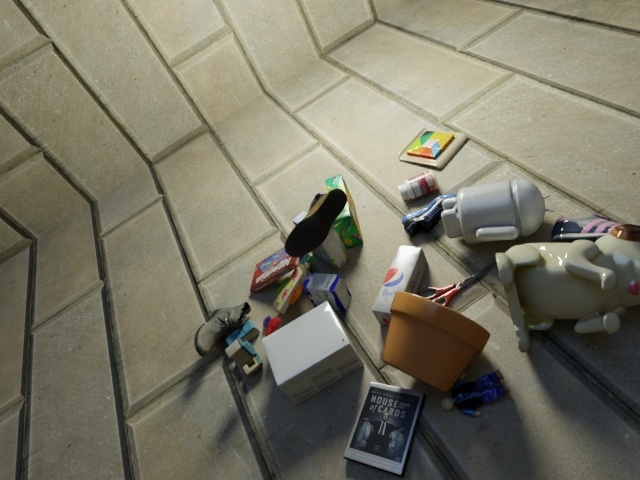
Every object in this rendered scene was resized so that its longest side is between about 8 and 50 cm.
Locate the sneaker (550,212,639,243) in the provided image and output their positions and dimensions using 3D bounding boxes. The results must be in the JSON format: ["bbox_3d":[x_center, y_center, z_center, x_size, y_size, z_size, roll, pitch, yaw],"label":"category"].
[{"bbox_3d":[0.887,-0.036,1.509,0.319,0.112,0.131,1,53,29],"label":"sneaker"}]

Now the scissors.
[{"bbox_3d":[0.465,0.162,1.631,0.297,0.021,0.109,-21,40,9],"label":"scissors"}]

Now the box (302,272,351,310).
[{"bbox_3d":[0.024,0.186,1.777,0.137,0.126,0.072,1,49,31],"label":"box"}]

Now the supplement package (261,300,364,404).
[{"bbox_3d":[-0.029,0.367,1.615,0.262,0.145,0.204,-30,41,-1],"label":"supplement package"}]

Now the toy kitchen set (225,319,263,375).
[{"bbox_3d":[-0.279,0.355,1.754,0.122,0.166,0.207,-39,42,-9],"label":"toy kitchen set"}]

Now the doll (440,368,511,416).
[{"bbox_3d":[0.425,0.425,1.370,0.189,0.046,0.129,-29,50,11],"label":"doll"}]

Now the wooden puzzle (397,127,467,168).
[{"bbox_3d":[0.491,-0.420,2.167,0.239,0.044,0.221,25,64,43],"label":"wooden puzzle"}]

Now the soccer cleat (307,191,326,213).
[{"bbox_3d":[-0.036,-0.071,2.101,0.093,0.121,0.289,28,84,18],"label":"soccer cleat"}]

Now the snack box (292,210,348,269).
[{"bbox_3d":[0.000,0.000,1.913,0.070,0.207,0.174,-44,44,-14],"label":"snack box"}]

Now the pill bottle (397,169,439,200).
[{"bbox_3d":[0.396,-0.221,1.994,0.152,0.086,0.086,-22,42,9],"label":"pill bottle"}]

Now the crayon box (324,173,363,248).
[{"bbox_3d":[0.094,-0.121,2.011,0.081,0.165,0.278,-20,42,11],"label":"crayon box"}]

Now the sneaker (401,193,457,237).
[{"bbox_3d":[0.427,-0.089,1.858,0.232,0.081,0.090,-30,43,11],"label":"sneaker"}]

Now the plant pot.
[{"bbox_3d":[0.309,0.299,1.407,0.291,0.291,0.203,18,76,41],"label":"plant pot"}]

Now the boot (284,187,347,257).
[{"bbox_3d":[-0.025,-0.058,1.779,0.305,0.112,0.115,-50,16,-15],"label":"boot"}]

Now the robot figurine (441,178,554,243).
[{"bbox_3d":[0.598,-0.098,1.669,0.353,0.199,0.300,-9,39,22],"label":"robot figurine"}]

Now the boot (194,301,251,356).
[{"bbox_3d":[-0.367,0.324,1.857,0.161,0.083,0.246,-18,27,26],"label":"boot"}]

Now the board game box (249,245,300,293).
[{"bbox_3d":[-0.178,0.101,1.972,0.281,0.027,0.145,-32,36,36],"label":"board game box"}]

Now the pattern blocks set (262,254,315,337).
[{"bbox_3d":[-0.117,0.192,1.825,0.325,0.026,0.285,-57,14,3],"label":"pattern blocks set"}]

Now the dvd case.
[{"bbox_3d":[0.187,0.535,1.413,0.179,0.029,0.238,3,52,32],"label":"dvd case"}]

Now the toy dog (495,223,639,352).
[{"bbox_3d":[0.731,0.114,1.374,0.408,0.284,0.395,-13,8,21],"label":"toy dog"}]

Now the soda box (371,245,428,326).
[{"bbox_3d":[0.277,0.155,1.684,0.091,0.098,0.286,5,53,34],"label":"soda box"}]
